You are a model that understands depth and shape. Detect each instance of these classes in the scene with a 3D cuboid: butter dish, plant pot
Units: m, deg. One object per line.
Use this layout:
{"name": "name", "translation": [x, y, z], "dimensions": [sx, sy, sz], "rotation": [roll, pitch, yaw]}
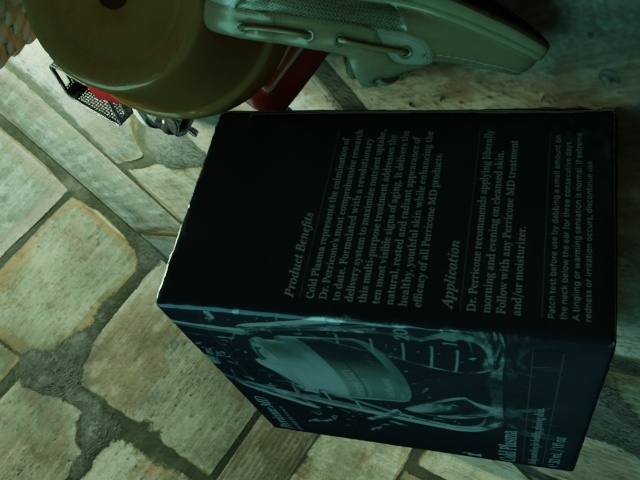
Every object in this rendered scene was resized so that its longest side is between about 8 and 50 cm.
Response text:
{"name": "butter dish", "translation": [-0.074, -0.267, 0.936], "dimensions": [0.159, 0.160, 0.118], "rotation": [37, -177, 0]}
{"name": "plant pot", "translation": [-0.190, -0.274, 0.764], "dimensions": [0.290, 0.291, 0.203], "rotation": [37, -160, -2]}

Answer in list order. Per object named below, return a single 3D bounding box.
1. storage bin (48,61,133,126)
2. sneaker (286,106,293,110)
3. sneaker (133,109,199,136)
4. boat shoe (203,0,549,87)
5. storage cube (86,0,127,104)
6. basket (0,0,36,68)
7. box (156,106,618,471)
{"name": "storage bin", "translation": [-0.504, -0.353, 1.524], "dimensions": [0.180, 0.084, 0.122], "rotation": [29, 159, 18]}
{"name": "sneaker", "translation": [-0.013, -0.120, 1.120], "dimensions": [0.081, 0.090, 0.232], "rotation": [9, 123, 56]}
{"name": "sneaker", "translation": [-0.327, -0.299, 1.331], "dimensions": [0.153, 0.101, 0.269], "rotation": [27, 164, 24]}
{"name": "boat shoe", "translation": [0.057, -0.216, 0.673], "dimensions": [0.341, 0.122, 0.110], "rotation": [14, 121, -9]}
{"name": "storage cube", "translation": [-0.302, -0.337, 1.063], "dimensions": [0.193, 0.184, 0.215], "rotation": [20, 155, 40]}
{"name": "basket", "translation": [-0.487, -0.336, 0.751], "dimensions": [0.266, 0.328, 0.331], "rotation": [40, 152, -8]}
{"name": "box", "translation": [0.120, 0.082, 0.913], "dimensions": [0.471, 0.298, 0.480], "rotation": [4, 150, 18]}
